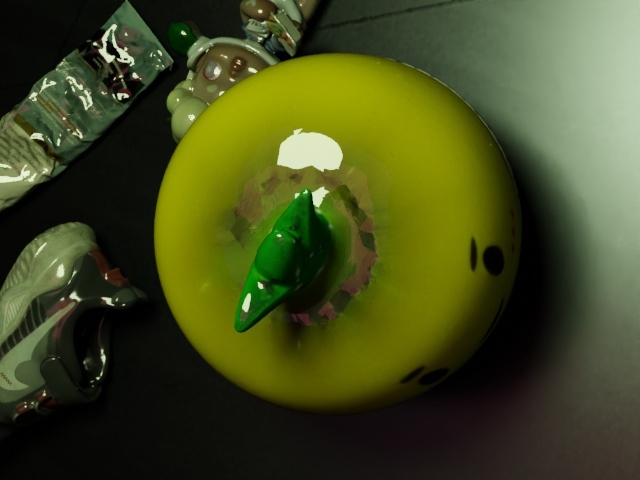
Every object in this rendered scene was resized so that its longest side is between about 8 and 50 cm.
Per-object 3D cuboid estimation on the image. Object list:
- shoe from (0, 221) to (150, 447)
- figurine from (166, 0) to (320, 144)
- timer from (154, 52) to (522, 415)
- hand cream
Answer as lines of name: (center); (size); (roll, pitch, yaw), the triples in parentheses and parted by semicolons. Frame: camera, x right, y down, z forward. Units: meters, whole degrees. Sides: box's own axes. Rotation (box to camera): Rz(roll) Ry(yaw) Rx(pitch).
shoe: (-0.232, 0.099, 1.223); (0.112, 0.099, 0.228); (30, 99, 20)
figurine: (-0.053, -0.148, 1.146); (0.147, 0.093, 0.197); (26, 97, 11)
timer: (0.000, 0.000, 0.979); (0.285, 0.285, 0.285); (-3, 84, 28)
hand cream: (-0.236, -0.106, 1.274); (0.248, 0.052, 0.075); (-40, 91, 13)
